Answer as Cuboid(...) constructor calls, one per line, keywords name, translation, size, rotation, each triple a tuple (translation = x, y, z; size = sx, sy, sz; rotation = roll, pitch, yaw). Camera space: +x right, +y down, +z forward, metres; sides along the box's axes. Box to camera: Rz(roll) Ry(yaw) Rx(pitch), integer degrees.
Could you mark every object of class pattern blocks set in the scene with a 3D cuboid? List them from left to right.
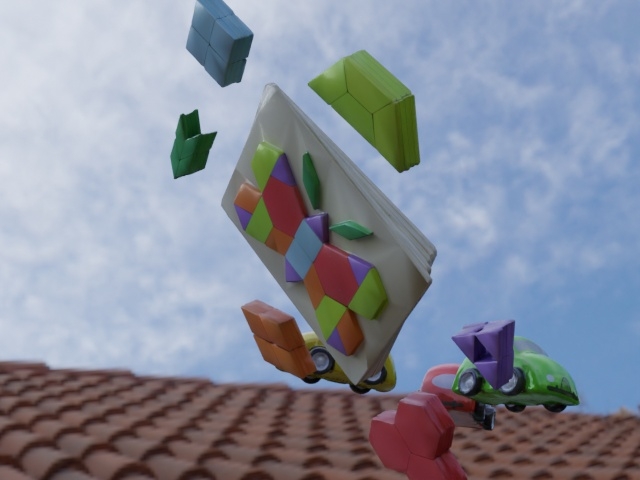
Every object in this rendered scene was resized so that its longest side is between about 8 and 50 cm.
Cuboid(name="pattern blocks set", translation=(0.000, 0.000, 0.774), size=(0.026, 0.325, 0.285), rotation=(-25, -38, -34))

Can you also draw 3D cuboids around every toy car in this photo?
Cuboid(name="toy car", translation=(0.112, 0.105, 0.930), size=(0.239, 0.053, 0.225), rotation=(22, -20, -35))
